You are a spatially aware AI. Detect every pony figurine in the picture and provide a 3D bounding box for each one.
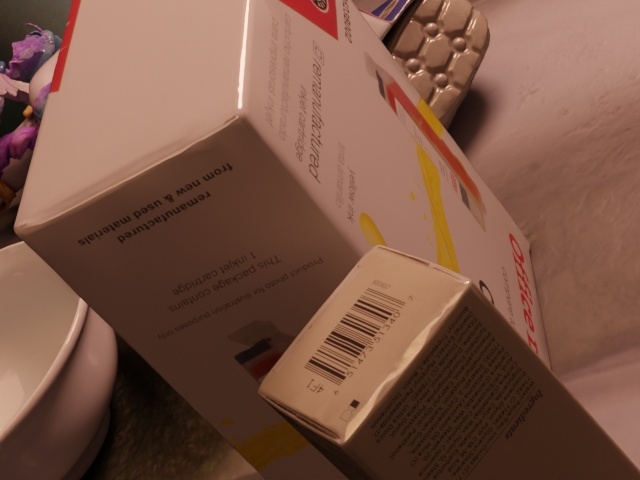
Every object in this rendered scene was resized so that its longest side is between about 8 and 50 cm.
[{"bbox_3d":[-0.271,-0.148,1.650,0.363,0.303,0.351,-44,3,0],"label":"pony figurine"}]

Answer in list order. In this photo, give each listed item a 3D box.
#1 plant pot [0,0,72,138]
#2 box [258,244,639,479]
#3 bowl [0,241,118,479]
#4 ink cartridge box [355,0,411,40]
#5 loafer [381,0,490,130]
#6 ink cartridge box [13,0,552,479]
[{"bbox_3d":[-0.378,-0.338,1.885,0.341,0.334,0.341,-28,36,22],"label":"plant pot"},{"bbox_3d":[0.099,0.133,0.862,0.113,0.275,0.094,-49,32,-12],"label":"box"},{"bbox_3d":[-0.283,0.153,1.393,0.298,0.134,0.298,-29,34,22],"label":"bowl"},{"bbox_3d":[-0.064,-0.103,1.411,0.330,0.071,0.324,-57,12,-18],"label":"ink cartridge box"},{"bbox_3d":[0.042,-0.069,1.341,0.319,0.112,0.111,-55,1,-14],"label":"loafer"},{"bbox_3d":[0.000,0.000,1.028,0.160,0.384,0.279,-26,36,20],"label":"ink cartridge box"}]
